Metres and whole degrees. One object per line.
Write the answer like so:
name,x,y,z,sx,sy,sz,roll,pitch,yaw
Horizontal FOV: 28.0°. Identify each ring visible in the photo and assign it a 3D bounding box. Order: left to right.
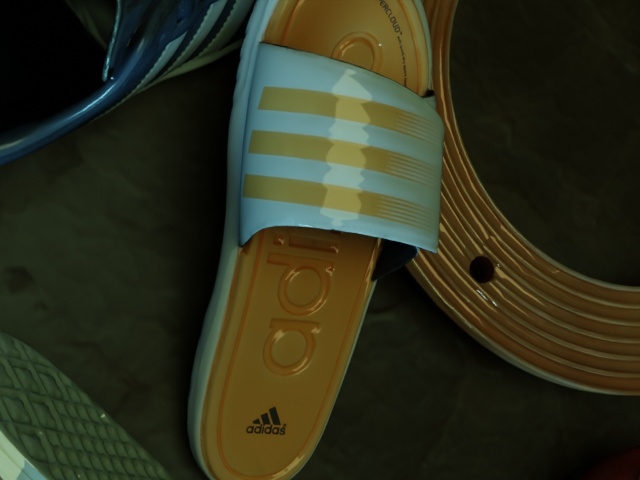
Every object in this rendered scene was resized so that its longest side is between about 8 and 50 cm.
ring,0.163,-0.082,0.708,0.337,0.032,0.336,3,82,-22

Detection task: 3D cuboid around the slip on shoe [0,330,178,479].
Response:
slip on shoe,-0.074,0.184,0.559,0.101,0.123,0.331,-36,109,11

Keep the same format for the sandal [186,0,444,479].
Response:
sandal,0.009,0.001,0.581,0.102,0.076,0.265,4,103,-31

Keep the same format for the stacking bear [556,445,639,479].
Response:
stacking bear,0.230,0.232,0.664,0.164,0.175,0.289,-36,92,-30

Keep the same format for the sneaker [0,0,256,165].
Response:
sneaker,-0.079,-0.125,0.546,0.350,0.148,0.131,-41,103,-22
